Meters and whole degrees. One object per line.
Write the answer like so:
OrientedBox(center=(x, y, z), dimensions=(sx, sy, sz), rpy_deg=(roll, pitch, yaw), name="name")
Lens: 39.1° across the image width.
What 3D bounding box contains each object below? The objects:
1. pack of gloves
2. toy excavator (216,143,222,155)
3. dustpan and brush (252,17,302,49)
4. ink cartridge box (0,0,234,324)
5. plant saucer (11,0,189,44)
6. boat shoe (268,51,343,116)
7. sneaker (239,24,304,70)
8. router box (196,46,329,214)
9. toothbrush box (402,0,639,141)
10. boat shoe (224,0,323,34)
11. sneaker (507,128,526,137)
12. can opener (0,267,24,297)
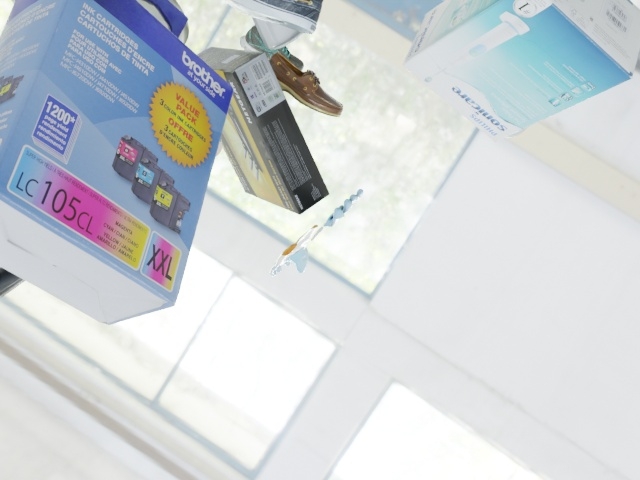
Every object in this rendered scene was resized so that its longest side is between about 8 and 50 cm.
OrientedBox(center=(0.000, 0.000, 1.623), dimensions=(0.046, 0.195, 0.232), rpy_deg=(50, 165, 2), name="pack of gloves")
OrientedBox(center=(-0.517, -0.282, 2.238), dimensions=(0.445, 0.432, 0.222), rpy_deg=(45, -154, -57), name="toy excavator")
OrientedBox(center=(-0.032, -0.448, 1.630), dimensions=(0.060, 0.211, 0.147), rpy_deg=(-92, -23, -71), name="dustpan and brush")
OrientedBox(center=(-0.264, -0.139, 1.084), dimensions=(0.151, 0.396, 0.270), rpy_deg=(-16, 141, 35), name="ink cartridge box")
OrientedBox(center=(-0.421, -0.416, 1.538), dimensions=(0.400, 0.101, 0.400), rpy_deg=(25, 167, 6), name="plant saucer")
OrientedBox(center=(-0.029, -0.301, 1.746), dimensions=(0.178, 0.060, 0.064), rpy_deg=(31, -160, -4), name="boat shoe")
OrientedBox(center=(-0.106, -0.454, 2.135), dimensions=(0.166, 0.076, 0.065), rpy_deg=(24, -135, -19), name="sneaker")
OrientedBox(center=(-0.128, -0.217, 1.744), dimensions=(0.243, 0.081, 0.309), rpy_deg=(24, 144, 57), name="router box")
OrientedBox(center=(0.305, -0.299, 1.373), dimensions=(0.216, 0.126, 0.295), rpy_deg=(35, 151, -18), name="toothbrush box")
OrientedBox(center=(-0.080, -0.418, 1.533), dimensions=(0.183, 0.083, 0.065), rpy_deg=(21, 180, 9), name="boat shoe")
OrientedBox(center=(0.350, -0.370, 1.756), dimensions=(0.135, 0.366, 0.150), rpy_deg=(2, 173, -6), name="sneaker")
OrientedBox(center=(-0.387, 0.033, 1.171), dimensions=(0.073, 0.059, 0.186), rpy_deg=(37, -133, 2), name="can opener")
